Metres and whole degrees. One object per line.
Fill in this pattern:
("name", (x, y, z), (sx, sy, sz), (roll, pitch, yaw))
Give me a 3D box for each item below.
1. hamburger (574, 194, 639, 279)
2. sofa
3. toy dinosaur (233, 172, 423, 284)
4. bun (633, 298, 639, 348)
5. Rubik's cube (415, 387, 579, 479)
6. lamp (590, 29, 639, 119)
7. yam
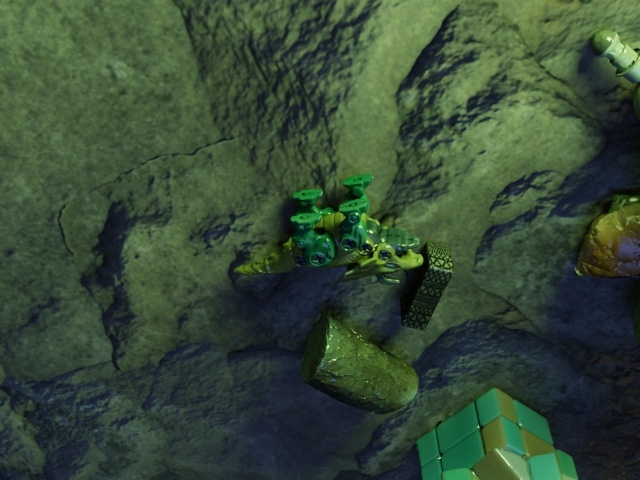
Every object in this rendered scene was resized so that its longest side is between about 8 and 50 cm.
("hamburger", (0.423, -0.008, 1.444), (0.176, 0.087, 0.102), (-14, 131, 10))
("sofa", (0.147, 0.063, 1.495), (0.039, 0.060, 0.118), (15, 128, -9))
("toy dinosaur", (0.000, 0.000, 1.417), (0.259, 0.094, 0.153), (-6, 127, 11))
("bun", (0.539, 0.103, 1.529), (0.195, 0.118, 0.195), (-6, 127, -8))
("Rubik's cube", (0.268, 0.387, 1.677), (0.224, 0.213, 0.265), (31, 123, -28))
("lamp", (0.392, -0.198, 1.295), (0.163, 0.091, 0.091), (36, 120, -10))
("yam", (0.051, 0.190, 1.569), (0.183, 0.107, 0.107), (30, 121, -28))
